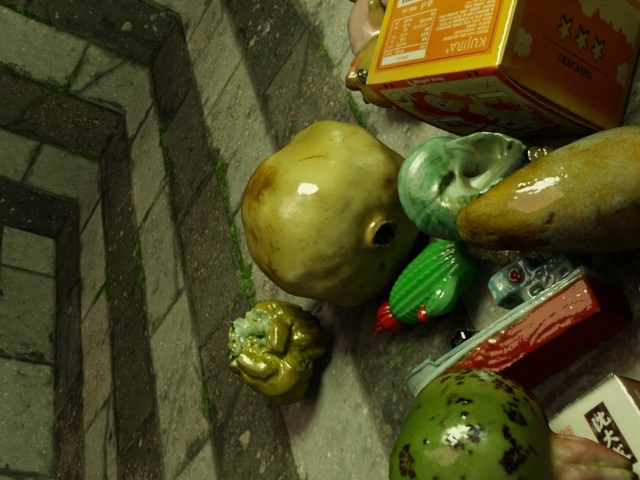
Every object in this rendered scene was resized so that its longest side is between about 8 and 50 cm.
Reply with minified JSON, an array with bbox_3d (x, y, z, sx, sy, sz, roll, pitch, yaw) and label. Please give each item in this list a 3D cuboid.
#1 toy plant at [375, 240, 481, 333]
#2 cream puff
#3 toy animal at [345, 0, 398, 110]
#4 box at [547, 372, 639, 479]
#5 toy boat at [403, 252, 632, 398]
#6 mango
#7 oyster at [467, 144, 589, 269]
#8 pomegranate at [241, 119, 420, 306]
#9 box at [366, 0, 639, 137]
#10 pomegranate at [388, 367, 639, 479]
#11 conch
[{"bbox_3d":[0.171,0.071,1.197,0.240,0.088,0.155,-32,32,64],"label":"toy plant"},{"bbox_3d":[-0.073,0.209,1.424,0.195,0.194,0.221,-62,22,15],"label":"cream puff"},{"bbox_3d":[0.133,-0.365,1.412,0.169,0.195,0.281,-4,60,13],"label":"toy animal"},{"bbox_3d":[0.311,0.404,0.777,0.344,0.122,0.385,-50,38,31],"label":"box"},{"bbox_3d":[0.242,0.132,0.991,0.332,0.145,0.133,-43,52,29],"label":"toy boat"},{"bbox_3d":[0.319,-0.053,0.876,0.316,0.193,0.146,-10,80,14],"label":"mango"},{"bbox_3d":[0.296,-0.048,1.066,0.198,0.092,0.260,-62,36,21],"label":"oyster"},{"bbox_3d":[0.028,-0.044,1.286,0.332,0.332,0.333,-31,50,45],"label":"pomegranate"},{"bbox_3d":[0.265,-0.278,1.067,0.283,0.259,0.214,12,83,58],"label":"box"},{"bbox_3d":[0.199,0.239,0.764,0.247,0.214,0.214,-8,63,19],"label":"pomegranate"},{"bbox_3d":[0.200,-0.082,1.031,0.188,0.122,0.176,39,105,41],"label":"conch"}]
